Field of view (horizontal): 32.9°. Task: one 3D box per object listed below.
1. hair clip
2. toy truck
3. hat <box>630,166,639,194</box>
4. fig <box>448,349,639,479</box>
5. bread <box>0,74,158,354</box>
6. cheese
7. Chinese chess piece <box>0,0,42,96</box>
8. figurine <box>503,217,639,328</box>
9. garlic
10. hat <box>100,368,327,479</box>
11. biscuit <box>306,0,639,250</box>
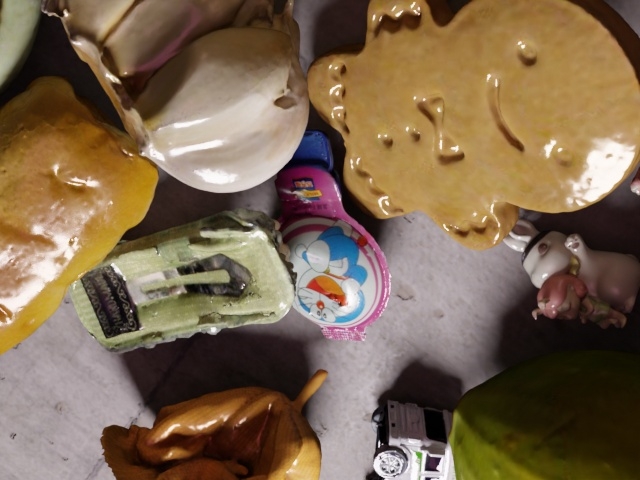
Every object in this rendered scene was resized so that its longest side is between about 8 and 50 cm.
[{"bbox_3d":[-0.141,0.037,1.181,0.321,0.091,0.138,-12,109,40],"label":"hair clip"},{"bbox_3d":[0.109,0.291,1.226,0.116,0.110,0.216,4,112,-1],"label":"toy truck"},{"bbox_3d":[0.379,-0.064,0.935,0.237,0.286,0.107,42,151,-22],"label":"hat"},{"bbox_3d":[0.269,0.242,1.072,0.316,0.316,0.316,5,113,12],"label":"fig"},{"bbox_3d":[-0.333,-0.011,1.147,0.344,0.149,0.195,-44,101,9],"label":"bread"},{"bbox_3d":[0.000,0.000,1.144,0.155,0.062,0.244,2,116,32],"label":"cheese"},{"bbox_3d":[-0.454,-0.265,1.077,0.349,0.146,0.349,0,101,2],"label":"Chinese chess piece"},{"bbox_3d":[0.244,0.031,1.086,0.146,0.098,0.081,19,127,5],"label":"figurine"},{"bbox_3d":[-0.116,-0.183,1.057,0.203,0.185,0.281,-35,79,1],"label":"garlic"},{"bbox_3d":[-0.079,0.221,1.224,0.233,0.233,0.244,-46,65,8],"label":"hat"},{"bbox_3d":[0.137,-0.116,1.003,0.355,0.052,0.275,-2,115,44],"label":"biscuit"}]
